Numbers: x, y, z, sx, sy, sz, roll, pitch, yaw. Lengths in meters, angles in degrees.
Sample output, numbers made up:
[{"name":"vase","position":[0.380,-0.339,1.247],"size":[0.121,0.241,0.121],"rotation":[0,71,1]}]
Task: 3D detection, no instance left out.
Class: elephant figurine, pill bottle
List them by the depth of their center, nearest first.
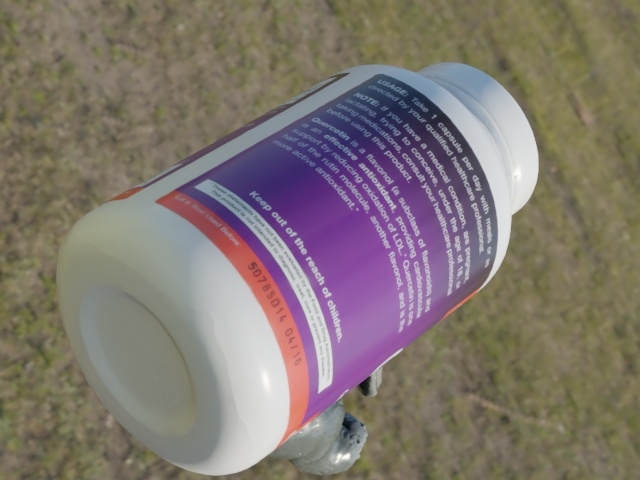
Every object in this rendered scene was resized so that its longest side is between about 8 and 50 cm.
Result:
[{"name":"pill bottle","position":[0.000,0.000,0.921],"size":[0.323,0.181,0.181],"rotation":[-33,93,-36]},{"name":"elephant figurine","position":[0.003,0.054,1.133],"size":[0.169,0.239,0.186],"rotation":[31,4,-32]}]
